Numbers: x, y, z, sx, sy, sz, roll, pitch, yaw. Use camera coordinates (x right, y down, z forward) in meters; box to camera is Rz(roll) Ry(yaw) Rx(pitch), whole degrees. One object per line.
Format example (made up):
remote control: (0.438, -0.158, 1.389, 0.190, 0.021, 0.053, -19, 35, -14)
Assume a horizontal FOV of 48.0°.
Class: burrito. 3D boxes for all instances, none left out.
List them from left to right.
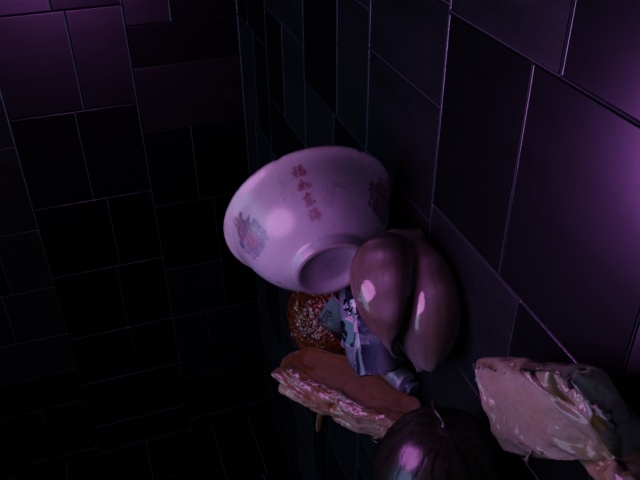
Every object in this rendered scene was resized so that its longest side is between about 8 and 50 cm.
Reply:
burrito: (0.382, 0.263, 1.102, 0.332, 0.135, 0.191, 158, 96, -73)

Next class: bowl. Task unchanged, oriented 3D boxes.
bowl: (0.000, 0.000, 1.716, 0.435, 0.434, 0.196, 95, 159, -47)

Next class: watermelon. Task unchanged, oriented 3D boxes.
watermelon: (0.246, 0.492, 1.477, 0.279, 0.278, 0.360, -124, 27, -55)

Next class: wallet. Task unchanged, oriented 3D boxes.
wallet: (0.098, 0.261, 2.049, 0.232, 0.031, 0.122, 37, 121, 17)

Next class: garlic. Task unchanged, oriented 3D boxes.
garlic: (0.174, 0.155, 1.602, 0.246, 0.231, 0.340, -157, 63, -68)

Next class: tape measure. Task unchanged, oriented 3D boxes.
tape measure: (0.124, 0.212, 1.823, 0.275, 0.147, 0.257, 17, -116, -80)

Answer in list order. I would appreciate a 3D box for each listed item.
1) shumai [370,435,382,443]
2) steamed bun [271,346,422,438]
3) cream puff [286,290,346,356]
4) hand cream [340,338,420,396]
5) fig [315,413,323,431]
shumai: (0.184, 0.568, 2.136, 0.083, 0.080, 0.082, 98, 158, -55)
steamed bun: (0.092, 0.428, 1.992, 0.247, 0.427, 0.189, -48, -30, -50)
cream puff: (0.010, 0.238, 2.258, 0.350, 0.228, 0.351, 171, 90, -74)
hand cream: (0.159, 0.321, 1.948, 0.276, 0.059, 0.095, 39, 108, 38)
fig: (0.075, 0.495, 2.241, 0.175, 0.207, 0.175, 171, 90, -85)
